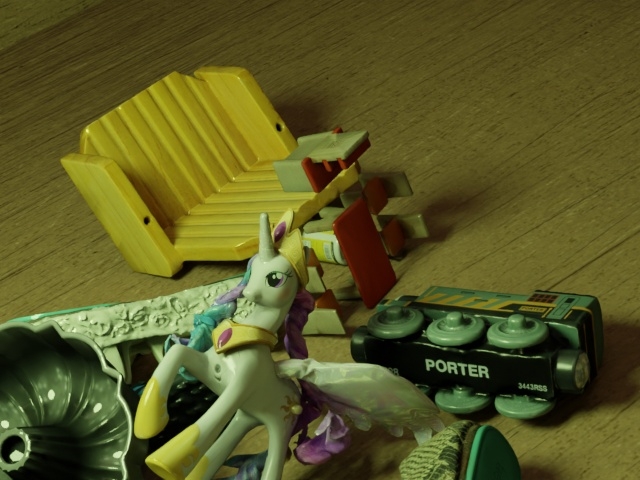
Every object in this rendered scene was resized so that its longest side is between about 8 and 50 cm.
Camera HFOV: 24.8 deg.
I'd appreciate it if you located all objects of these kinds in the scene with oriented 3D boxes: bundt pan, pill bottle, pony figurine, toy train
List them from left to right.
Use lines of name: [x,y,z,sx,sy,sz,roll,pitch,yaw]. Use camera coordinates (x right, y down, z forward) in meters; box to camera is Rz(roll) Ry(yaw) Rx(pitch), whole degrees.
bundt pan: [-0.354,0.271,1.824,0.330,0.124,0.331,-7,71,20]
pony figurine: [-0.058,0.188,1.775,0.302,0.351,0.363,8,57,38]
pill bottle: [0.000,0.000,2.285,0.116,0.065,0.065,9,38,36]
toy train: [0.209,0.135,1.900,0.333,0.142,0.190,3,23,33]

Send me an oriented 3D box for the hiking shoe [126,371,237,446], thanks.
hiking shoe: [-0.236,0.223,1.972,0.304,0.113,0.132,-23,31,-12]

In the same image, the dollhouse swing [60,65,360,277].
dollhouse swing: [-0.166,-0.139,2.376,0.347,0.315,0.305,-38,8,-33]

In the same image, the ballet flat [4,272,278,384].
ballet flat: [-0.245,0.140,2.054,0.408,0.147,0.147,-12,28,-13]

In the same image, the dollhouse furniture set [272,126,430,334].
dollhouse furniture set: [0.045,-0.026,2.116,0.135,0.259,0.262,-2,32,41]

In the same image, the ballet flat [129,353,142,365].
ballet flat: [-0.334,0.195,2.119,0.067,0.073,0.206,26,51,31]

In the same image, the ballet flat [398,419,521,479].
ballet flat: [0.116,0.372,1.543,0.182,0.164,0.483,-30,19,21]
